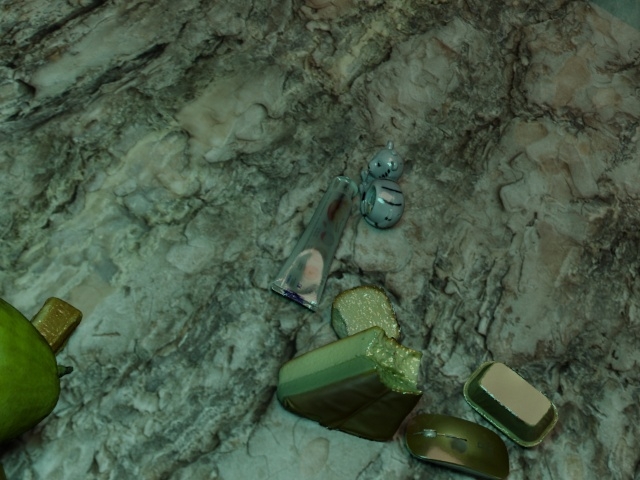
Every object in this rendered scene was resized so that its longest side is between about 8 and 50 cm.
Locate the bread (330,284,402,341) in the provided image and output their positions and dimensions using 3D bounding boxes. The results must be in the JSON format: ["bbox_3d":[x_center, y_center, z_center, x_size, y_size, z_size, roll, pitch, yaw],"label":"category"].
[{"bbox_3d":[0.082,0.150,2.017,0.129,0.044,0.126,-6,61,-33],"label":"bread"}]

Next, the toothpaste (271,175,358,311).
[{"bbox_3d":[0.000,0.000,2.100,0.100,0.066,0.323,29,49,-5],"label":"toothpaste"}]

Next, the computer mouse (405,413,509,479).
[{"bbox_3d":[0.247,0.365,1.896,0.199,0.045,0.102,19,43,-10],"label":"computer mouse"}]

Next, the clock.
[{"bbox_3d":[0.136,-0.114,2.224,0.080,0.117,0.176,10,48,-17],"label":"clock"}]

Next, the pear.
[{"bbox_3d":[-0.530,0.188,1.536,0.375,0.287,0.287,6,47,-39],"label":"pear"}]

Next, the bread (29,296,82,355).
[{"bbox_3d":[-0.451,0.152,1.758,0.074,0.053,0.132,31,44,-2],"label":"bread"}]

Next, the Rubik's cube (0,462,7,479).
[{"bbox_3d":[-0.532,0.372,1.465,0.254,0.254,0.254,13,46,-14],"label":"Rubik's cube"}]

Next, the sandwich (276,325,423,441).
[{"bbox_3d":[0.052,0.233,1.826,0.220,0.186,0.108,17,43,-9],"label":"sandwich"}]

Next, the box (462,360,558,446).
[{"bbox_3d":[0.354,0.296,1.977,0.177,0.111,0.111,39,46,17],"label":"box"}]
